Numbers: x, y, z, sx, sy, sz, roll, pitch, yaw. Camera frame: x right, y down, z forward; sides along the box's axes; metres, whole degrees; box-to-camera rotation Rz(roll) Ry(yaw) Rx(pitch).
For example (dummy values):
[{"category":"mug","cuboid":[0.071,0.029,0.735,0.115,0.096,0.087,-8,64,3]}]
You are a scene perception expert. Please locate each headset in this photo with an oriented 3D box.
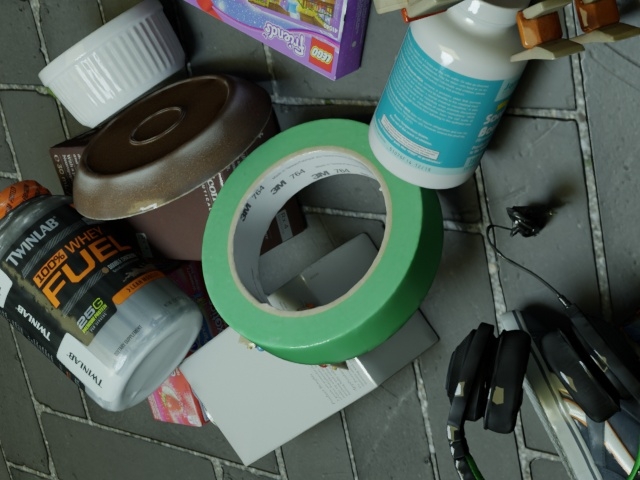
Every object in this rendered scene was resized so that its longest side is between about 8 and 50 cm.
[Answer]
[{"category":"headset","cuboid":[0.268,0.153,1.730,0.243,0.185,0.394,-9,88,10]}]

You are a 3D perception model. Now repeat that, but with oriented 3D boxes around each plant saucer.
[{"category":"plant saucer","cuboid":[-0.215,-0.143,1.981,0.310,0.310,0.050,0,130,44]}]

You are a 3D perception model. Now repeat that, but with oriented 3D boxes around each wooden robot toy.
[{"category":"wooden robot toy","cuboid":[-0.025,0.124,1.931,0.173,0.076,0.079,10,83,39]}]

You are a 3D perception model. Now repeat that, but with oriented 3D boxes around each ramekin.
[{"category":"ramekin","cuboid":[-0.293,-0.251,2.077,0.207,0.207,0.109,-25,102,48]}]

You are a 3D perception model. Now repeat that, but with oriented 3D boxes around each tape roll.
[{"category":"tape roll","cuboid":[0.000,0.000,1.879,0.321,0.321,0.077,22,169,34]}]

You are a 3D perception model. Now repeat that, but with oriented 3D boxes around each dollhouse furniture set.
[{"category":"dollhouse furniture set","cuboid":[0.191,-0.317,1.540,0.135,0.259,0.262,6,113,67]}]

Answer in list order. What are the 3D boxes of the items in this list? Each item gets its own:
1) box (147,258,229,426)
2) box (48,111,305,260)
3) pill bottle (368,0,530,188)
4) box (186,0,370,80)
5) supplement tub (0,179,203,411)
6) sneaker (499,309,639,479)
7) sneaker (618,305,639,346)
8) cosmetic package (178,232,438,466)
[{"category":"box","cuboid":[-0.222,0.154,2.298,0.123,0.128,0.257,1,114,43]},{"category":"box","cuboid":[-0.220,-0.078,2.155,0.381,0.143,0.191,0,113,42]},{"category":"pill bottle","cuboid":[0.160,-0.199,1.712,0.146,0.146,0.264,40,136,19]},{"category":"box","cuboid":[-0.062,-0.362,1.895,0.293,0.057,0.201,32,131,27]},{"category":"supplement tub","cuboid":[-0.357,0.075,2.124,0.338,0.207,0.207,39,135,14]},{"category":"sneaker","cuboid":[0.341,0.214,1.810,0.126,0.127,0.321,63,-179,-67]},{"category":"sneaker","cuboid":[0.449,0.088,1.665,0.087,0.083,0.221,52,147,-3]},{"category":"cosmetic package","cuboid":[-0.028,0.166,2.099,0.197,0.155,0.365,56,139,2]}]
